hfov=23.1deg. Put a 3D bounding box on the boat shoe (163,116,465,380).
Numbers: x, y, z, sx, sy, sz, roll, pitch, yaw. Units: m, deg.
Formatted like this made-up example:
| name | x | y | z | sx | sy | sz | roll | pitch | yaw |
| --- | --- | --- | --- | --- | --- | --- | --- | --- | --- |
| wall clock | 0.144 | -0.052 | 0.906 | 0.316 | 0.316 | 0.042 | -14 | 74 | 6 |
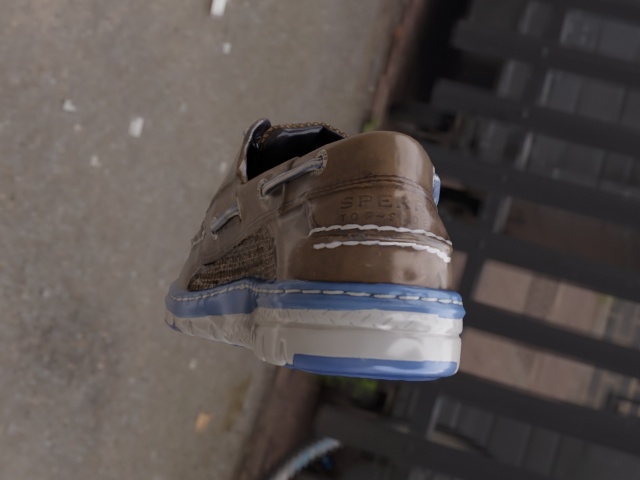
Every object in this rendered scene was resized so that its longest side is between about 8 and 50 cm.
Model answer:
| name | x | y | z | sx | sy | sz | roll | pitch | yaw |
| --- | --- | --- | --- | --- | --- | --- | --- | --- | --- |
| boat shoe | 0.000 | 0.000 | 0.449 | 0.183 | 0.066 | 0.066 | -177 | -86 | -72 |
